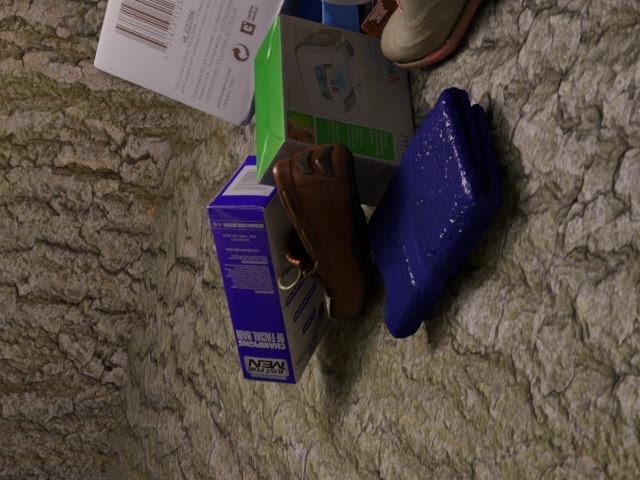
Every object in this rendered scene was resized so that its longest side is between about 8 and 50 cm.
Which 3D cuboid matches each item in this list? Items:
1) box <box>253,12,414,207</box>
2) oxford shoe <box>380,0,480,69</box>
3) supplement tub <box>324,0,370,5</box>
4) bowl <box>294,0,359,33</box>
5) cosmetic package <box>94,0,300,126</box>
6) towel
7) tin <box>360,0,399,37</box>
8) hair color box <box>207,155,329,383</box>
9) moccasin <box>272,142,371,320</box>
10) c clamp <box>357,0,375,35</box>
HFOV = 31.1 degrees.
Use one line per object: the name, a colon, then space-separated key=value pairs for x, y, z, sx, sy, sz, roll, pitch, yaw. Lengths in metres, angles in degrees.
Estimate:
box: x=0.020 y=-0.203 z=1.842 sx=0.127 sy=0.231 sz=0.262 roll=127 pitch=148 yaw=-51
oxford shoe: x=0.157 y=-0.373 z=1.653 sx=0.397 sy=0.146 sz=0.141 roll=135 pitch=139 yaw=-61
supplement tub: x=0.076 y=-0.556 z=1.835 sx=0.331 sy=0.241 sz=0.241 roll=136 pitch=139 yaw=-60
bowl: x=-0.009 y=-0.287 z=2.154 sx=0.391 sy=0.077 sz=0.391 roll=-172 pitch=90 yaw=-78
cosmetic package: x=-0.205 y=-0.493 z=2.305 sx=0.394 sy=0.327 sz=0.329 roll=-67 pitch=-2 yaw=-58
towel: x=0.161 y=-0.034 z=1.610 sx=0.308 sy=0.076 sz=0.228 roll=117 pitch=151 yaw=-46
tin: x=0.123 y=-0.398 z=1.867 sx=0.106 sy=0.040 sz=0.189 roll=-51 pitch=3 yaw=-28
hair color box: x=-0.080 y=0.048 z=1.912 sx=0.185 sy=0.110 sz=0.339 roll=-58 pitch=-37 yaw=-54
moccasin: x=0.000 y=0.003 z=1.789 sx=0.380 sy=0.146 sz=0.139 roll=74 pitch=-168 yaw=-58
c clamp: x=0.067 y=-0.394 z=2.120 sx=0.137 sy=0.022 sz=0.161 roll=163 pitch=115 yaw=-68
